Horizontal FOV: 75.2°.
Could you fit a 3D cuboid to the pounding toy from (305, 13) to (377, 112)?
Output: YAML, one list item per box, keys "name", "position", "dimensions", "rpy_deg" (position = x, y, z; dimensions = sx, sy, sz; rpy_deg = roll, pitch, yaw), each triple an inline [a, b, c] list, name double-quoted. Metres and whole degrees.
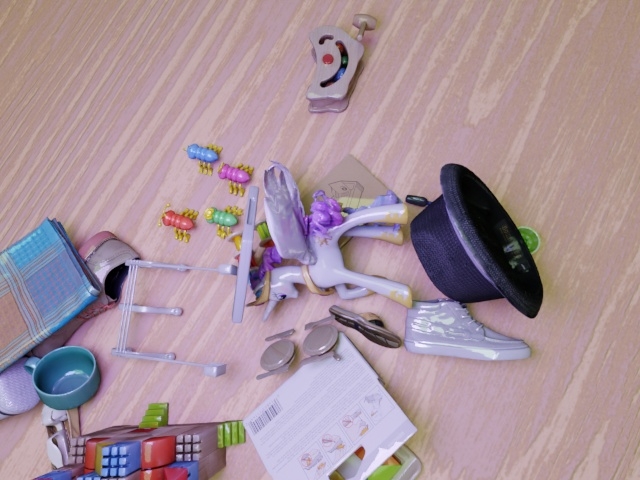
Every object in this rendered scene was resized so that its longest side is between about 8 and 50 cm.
- name: "pounding toy"
  position: [0.029, -0.474, 1.056]
  dimensions: [0.154, 0.155, 0.270]
  rpy_deg: [20, 81, 9]

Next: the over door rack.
- name: "over door rack"
  position: [-0.331, 0.171, 0.970]
  dimensions: [0.323, 0.108, 0.240]
  rpy_deg: [2, 82, 24]

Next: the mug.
- name: "mug"
  position: [-0.605, 0.324, 0.990]
  dimensions: [0.129, 0.098, 0.157]
  rpy_deg: [-28, 54, -37]

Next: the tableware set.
- name: "tableware set"
  position: [-0.043, 0.246, 0.919]
  dimensions: [0.194, 0.128, 0.039]
  rpy_deg: [-22, 117, 16]

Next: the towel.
- name: "towel"
  position: [-0.719, 0.145, 0.956]
  dimensions: [0.370, 0.040, 0.271]
  rpy_deg: [-40, 69, -11]

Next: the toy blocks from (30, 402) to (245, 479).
- name: "toy blocks"
  position: [-0.377, 0.451, 0.850]
  dimensions: [0.380, 0.261, 0.191]
  rpy_deg: [-6, 76, 8]

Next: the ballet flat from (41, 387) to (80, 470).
- name: "ballet flat"
  position: [-0.618, 0.446, 0.987]
  dimensions: [0.080, 0.073, 0.233]
  rpy_deg: [-27, 74, 2]

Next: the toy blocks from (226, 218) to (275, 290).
- name: "toy blocks"
  position: [-0.150, 0.037, 1.018]
  dimensions: [0.123, 0.054, 0.148]
  rpy_deg: [-25, 74, 3]

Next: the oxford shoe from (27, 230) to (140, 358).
- name: "oxford shoe"
  position: [-0.586, 0.149, 1.028]
  dimensions: [0.130, 0.123, 0.349]
  rpy_deg: [28, 83, 11]

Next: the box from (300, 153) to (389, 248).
- name: "box"
  position: [0.055, -0.095, 1.033]
  dimensions: [0.201, 0.021, 0.164]
  rpy_deg: [-43, 74, -2]

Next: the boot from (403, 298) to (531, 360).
- name: "boot"
  position: [0.310, 0.182, 0.886]
  dimensions: [0.257, 0.095, 0.124]
  rpy_deg: [1, 84, 11]

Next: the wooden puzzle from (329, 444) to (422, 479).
- name: "wooden puzzle"
  position: [0.058, 0.475, 0.886]
  dimensions: [0.238, 0.044, 0.221]
  rpy_deg: [41, 86, 16]

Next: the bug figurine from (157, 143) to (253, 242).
- name: "bug figurine"
  position: [-0.292, -0.128, 1.071]
  dimensions: [0.216, 0.072, 0.280]
  rpy_deg: [13, 79, 12]

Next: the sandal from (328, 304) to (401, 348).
- name: "sandal"
  position: [0.104, 0.185, 0.942]
  dimensions: [0.180, 0.072, 0.049]
  rpy_deg: [25, 60, 18]

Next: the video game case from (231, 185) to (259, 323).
- name: "video game case"
  position: [-0.154, 0.027, 0.852]
  dimensions: [0.023, 0.213, 0.194]
  rpy_deg: [7, 36, -9]

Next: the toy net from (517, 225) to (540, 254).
- name: "toy net"
  position: [0.372, 0.039, 0.937]
  dimensions: [0.232, 0.045, 0.122]
  rpy_deg: [-41, 75, -2]

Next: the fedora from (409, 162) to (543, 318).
- name: "fedora"
  position: [0.289, 0.019, 0.819]
  dimensions: [0.152, 0.333, 0.335]
  rpy_deg: [-33, 71, 34]

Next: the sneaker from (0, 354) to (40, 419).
- name: "sneaker"
  position: [-0.830, 0.288, 1.024]
  dimensions: [0.210, 0.137, 0.366]
  rpy_deg: [-33, 66, 7]

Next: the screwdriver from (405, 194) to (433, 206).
- name: "screwdriver"
  position: [0.286, -0.081, 0.993]
  dimensions: [0.169, 0.024, 0.025]
  rpy_deg: [16, 51, 11]

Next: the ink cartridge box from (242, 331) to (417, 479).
- name: "ink cartridge box"
  position: [0.015, 0.384, 0.856]
  dimensions: [0.296, 0.066, 0.261]
  rpy_deg: [-42, 51, -2]

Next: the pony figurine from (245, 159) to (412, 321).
- name: "pony figurine"
  position: [0.000, 0.000, 0.890]
  dimensions: [0.362, 0.303, 0.352]
  rpy_deg: [-4, 103, 3]
